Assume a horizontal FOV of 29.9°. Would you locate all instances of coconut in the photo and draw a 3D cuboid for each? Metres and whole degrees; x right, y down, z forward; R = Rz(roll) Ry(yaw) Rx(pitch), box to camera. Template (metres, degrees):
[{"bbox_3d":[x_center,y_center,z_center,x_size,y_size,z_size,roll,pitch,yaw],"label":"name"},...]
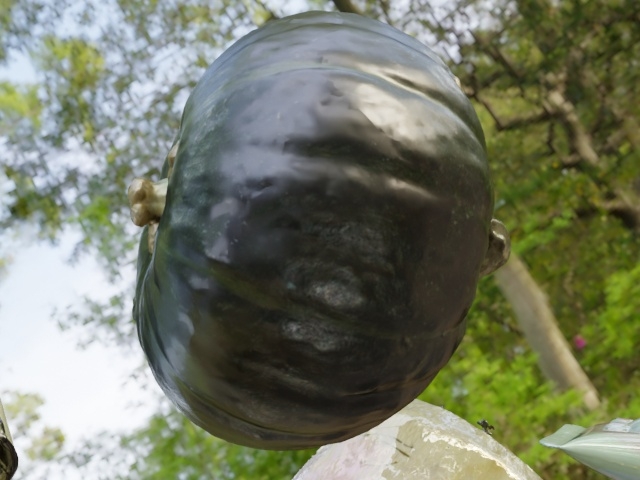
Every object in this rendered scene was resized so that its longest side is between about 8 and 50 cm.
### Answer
[{"bbox_3d":[0.099,0.427,1.455,0.404,0.404,0.404,-27,-22,-12],"label":"coconut"}]

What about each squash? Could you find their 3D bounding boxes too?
[{"bbox_3d":[-0.006,-0.001,0.503,0.156,0.193,0.193,30,-58,-26],"label":"squash"}]

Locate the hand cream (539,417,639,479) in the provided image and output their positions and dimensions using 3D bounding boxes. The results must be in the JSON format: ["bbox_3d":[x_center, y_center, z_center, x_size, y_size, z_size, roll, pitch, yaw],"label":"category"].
[{"bbox_3d":[0.326,0.185,0.909,0.147,0.306,0.093,6,-86,-70],"label":"hand cream"}]

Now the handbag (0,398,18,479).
[{"bbox_3d":[-0.383,0.089,0.958,0.236,0.358,0.160,-41,-41,13],"label":"handbag"}]
